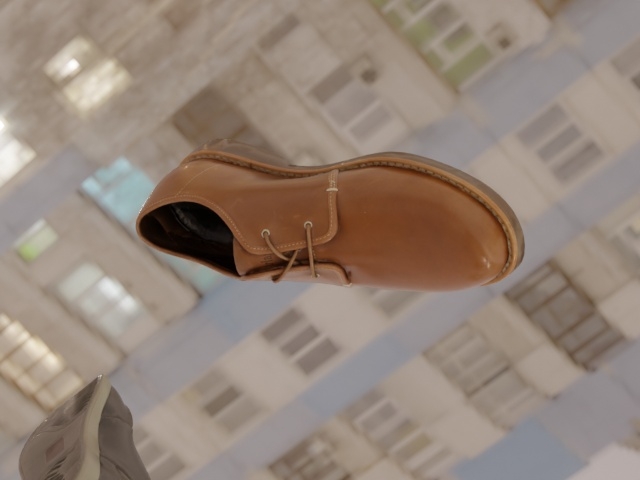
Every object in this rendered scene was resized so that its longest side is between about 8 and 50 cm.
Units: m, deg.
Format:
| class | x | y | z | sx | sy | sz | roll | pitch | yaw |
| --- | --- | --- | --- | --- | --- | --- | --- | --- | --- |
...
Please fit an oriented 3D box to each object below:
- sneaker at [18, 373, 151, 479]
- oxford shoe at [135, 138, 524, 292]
| class | x | y | z | sx | sy | sz | roll | pitch | yaw |
| --- | --- | --- | --- | --- | --- | --- | --- | --- | --- |
| sneaker | -0.155 | 0.187 | 1.265 | 0.118 | 0.083 | 0.222 | 48 | -170 | -17 |
| oxford shoe | 0.000 | 0.000 | 0.860 | 0.076 | 0.212 | 0.076 | -41 | -53 | -46 |
